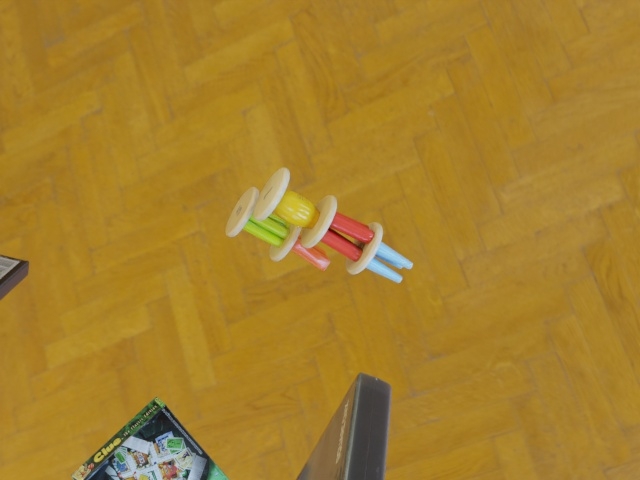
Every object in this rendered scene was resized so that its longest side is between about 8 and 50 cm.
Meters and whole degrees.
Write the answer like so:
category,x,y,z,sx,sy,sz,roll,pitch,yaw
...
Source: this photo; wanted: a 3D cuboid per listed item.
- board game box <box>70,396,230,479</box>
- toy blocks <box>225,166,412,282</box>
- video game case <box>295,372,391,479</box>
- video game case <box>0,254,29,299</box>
category,x,y,z,sx,sy,sz,roll,pitch,yaw
board game box,-0.187,0.321,1.138,0.136,0.259,0.030,-44,40,-18
toy blocks,0.000,0.000,0.834,0.148,0.123,0.054,30,67,-18
video game case,-0.034,0.229,0.485,0.026,0.196,0.274,25,119,-6
video game case,-0.685,0.071,1.584,0.248,0.275,0.035,14,112,2
